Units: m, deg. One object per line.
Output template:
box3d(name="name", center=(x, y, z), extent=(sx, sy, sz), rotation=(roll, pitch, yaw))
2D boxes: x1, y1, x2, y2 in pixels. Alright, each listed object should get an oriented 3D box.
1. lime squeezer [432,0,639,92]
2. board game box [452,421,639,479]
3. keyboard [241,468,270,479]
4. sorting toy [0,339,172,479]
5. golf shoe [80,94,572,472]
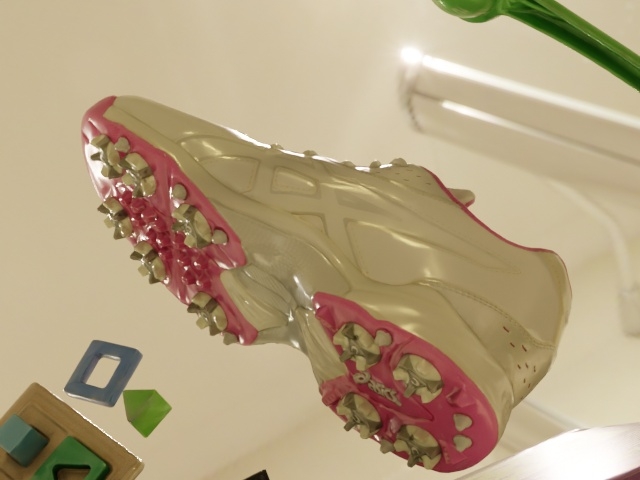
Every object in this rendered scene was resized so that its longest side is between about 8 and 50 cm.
box3d(name="lime squeezer", center=(0.047, -0.141, 0.756), extent=(0.310, 0.110, 0.059), rotation=(17, -66, 1))
box3d(name="board game box", center=(0.077, 0.176, 0.840), extent=(0.346, 0.208, 0.056), rotation=(-17, -97, -28))
box3d(name="keyboard", center=(-0.015, 0.371, 1.435), extent=(0.201, 0.317, 0.033), rotation=(-28, -26, 9))
box3d(name="sorting toy", center=(-0.279, 0.229, 1.346), extent=(0.348, 0.196, 0.047), rotation=(-50, -44, -15))
box3d(name="golf shoe", center=(0.000, 0.000, 0.817), extent=(0.140, 0.306, 0.115), rotation=(-40, -26, -32))
